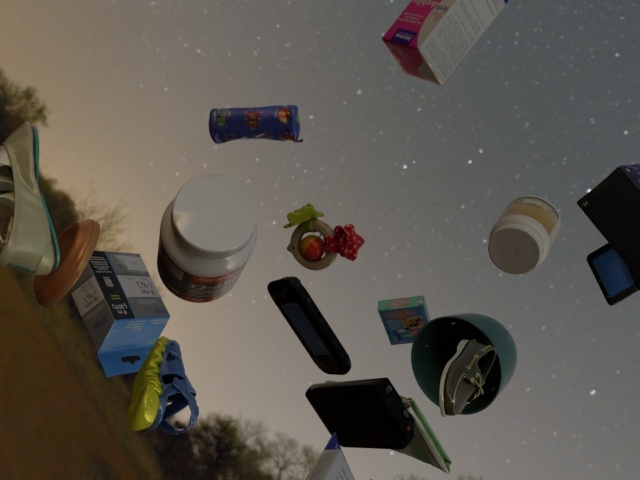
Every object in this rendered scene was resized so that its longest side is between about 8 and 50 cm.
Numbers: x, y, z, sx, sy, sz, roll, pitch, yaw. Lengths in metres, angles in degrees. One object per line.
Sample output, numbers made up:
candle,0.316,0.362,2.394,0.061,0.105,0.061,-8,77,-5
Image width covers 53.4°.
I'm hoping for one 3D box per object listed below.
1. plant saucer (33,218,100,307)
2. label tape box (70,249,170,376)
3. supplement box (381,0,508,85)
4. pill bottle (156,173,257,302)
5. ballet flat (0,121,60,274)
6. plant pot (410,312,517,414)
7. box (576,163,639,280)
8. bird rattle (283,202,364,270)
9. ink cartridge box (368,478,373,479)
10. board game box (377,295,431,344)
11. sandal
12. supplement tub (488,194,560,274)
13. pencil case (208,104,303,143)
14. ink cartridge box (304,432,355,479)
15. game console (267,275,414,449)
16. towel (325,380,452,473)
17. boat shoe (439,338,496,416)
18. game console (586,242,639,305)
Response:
plant saucer,-0.517,0.039,1.281,0.037,0.200,0.200,36,-6,-32
label tape box,-0.545,0.194,1.771,0.334,0.106,0.240,60,18,16
supplement box,0.243,-0.429,1.240,0.111,0.220,0.114,34,-4,45
pill bottle,-0.259,0.002,1.438,0.210,0.210,0.363,58,-23,8
ballet flat,-0.391,-0.062,0.811,0.086,0.086,0.248,91,-23,-54
plant pot,0.464,0.355,1.947,0.293,0.235,0.293,5,-81,39
box,0.577,0.000,1.050,0.261,0.184,0.103,58,-45,22
bird rattle,0.000,0.000,2.016,0.253,0.143,0.207,34,-63,6
ink cartridge box,0.141,0.688,1.543,0.148,0.086,0.203,51,-1,7
board game box,0.299,0.279,2.204,0.210,0.160,0.047,67,21,-43
sandal,-0.338,0.328,1.410,0.138,0.126,0.317,27,16,-18
supplement tub,0.498,-0.014,1.562,0.144,0.199,0.144,14,-60,26
pencil case,-0.209,-0.379,2.091,0.133,0.306,0.119,48,42,-80
ink cartridge box,0.041,0.427,0.918,0.045,0.224,0.223,-20,-81,25
game console,0.013,0.221,1.134,0.213,0.044,0.361,-22,-78,51
towel,0.163,0.465,1.610,0.324,0.038,0.248,-2,-53,52
boat shoe,0.378,0.349,1.635,0.091,0.305,0.109,2,-68,27
game console,0.584,0.057,1.198,0.107,0.071,0.122,-8,-62,56
